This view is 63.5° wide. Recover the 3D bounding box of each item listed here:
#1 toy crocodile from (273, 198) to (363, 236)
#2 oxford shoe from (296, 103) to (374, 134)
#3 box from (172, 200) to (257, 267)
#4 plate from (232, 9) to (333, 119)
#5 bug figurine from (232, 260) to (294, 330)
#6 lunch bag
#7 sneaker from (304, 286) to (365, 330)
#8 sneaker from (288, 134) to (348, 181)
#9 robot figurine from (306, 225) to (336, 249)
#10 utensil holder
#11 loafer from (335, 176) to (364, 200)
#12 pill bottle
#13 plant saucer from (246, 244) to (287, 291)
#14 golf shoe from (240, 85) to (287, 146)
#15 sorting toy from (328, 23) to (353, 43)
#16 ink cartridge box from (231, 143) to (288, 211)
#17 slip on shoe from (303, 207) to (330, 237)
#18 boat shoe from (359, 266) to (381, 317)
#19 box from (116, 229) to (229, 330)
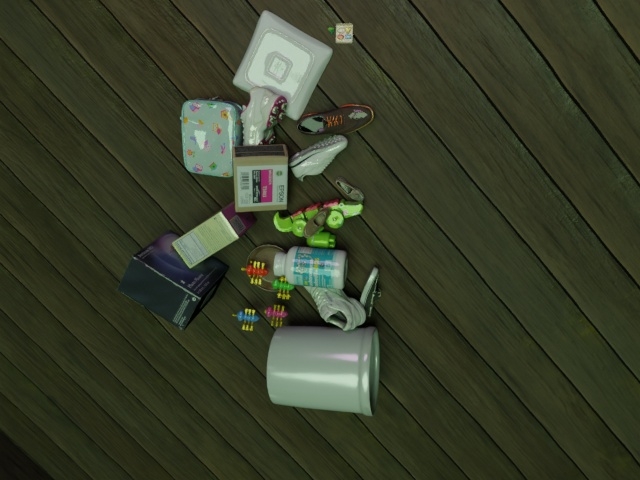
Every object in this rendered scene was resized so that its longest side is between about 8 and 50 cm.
[{"bbox_3d":[-0.007,-0.095,1.897,0.340,0.115,0.105,-13,106,16],"label":"toy crocodile"},{"bbox_3d":[0.049,-0.406,1.782,0.271,0.098,0.097,-9,107,14],"label":"oxford shoe"},{"bbox_3d":[-0.392,-0.033,1.943,0.243,0.213,0.117,-29,101,19],"label":"box"},{"bbox_3d":[-0.138,-0.597,1.782,0.278,0.045,0.277,30,112,-1],"label":"plate"},{"bbox_3d":[-0.220,0.220,2.026,0.216,0.072,0.279,13,99,-2],"label":"bug figurine"},{"bbox_3d":[-0.394,-0.379,1.877,0.223,0.108,0.279,8,111,10],"label":"lunch bag"},{"bbox_3d":[0.031,0.220,1.960,0.305,0.152,0.114,39,122,18],"label":"sneaker"},{"bbox_3d":[0.001,-0.297,1.850,0.235,0.090,0.095,-22,116,22],"label":"sneaker"},{"bbox_3d":[0.000,0.000,1.955,0.115,0.067,0.101,2,122,11],"label":"robot figurine"},{"bbox_3d":[0.020,0.490,1.991,0.385,0.327,0.328,0,109,12],"label":"utensil holder"},{"bbox_3d":[0.104,-0.182,1.884,0.125,0.039,0.045,37,113,-3],"label":"loafer"},{"bbox_3d":[-0.036,0.098,1.918,0.263,0.146,0.146,4,110,10],"label":"pill bottle"},{"bbox_3d":[-0.194,0.105,2.049,0.198,0.036,0.199,3,110,9],"label":"plant saucer"},{"bbox_3d":[-0.229,-0.402,1.836,0.140,0.115,0.306,36,121,11],"label":"golf shoe"},{"bbox_3d":[0.066,-0.690,1.724,0.083,0.012,0.062,4,110,10],"label":"sorting toy"},{"bbox_3d":[-0.214,-0.218,1.838,0.193,0.088,0.235,-4,132,-9],"label":"ink cartridge box"},{"bbox_3d":[-0.017,-0.059,1.827,0.051,0.041,0.135,45,112,-2],"label":"slip on shoe"},{"bbox_3d":[0.198,0.200,1.987,0.070,0.078,0.219,18,120,5],"label":"boat shoe"},{"bbox_3d":[-0.559,0.144,1.995,0.294,0.296,0.183,31,113,-1],"label":"box"}]
